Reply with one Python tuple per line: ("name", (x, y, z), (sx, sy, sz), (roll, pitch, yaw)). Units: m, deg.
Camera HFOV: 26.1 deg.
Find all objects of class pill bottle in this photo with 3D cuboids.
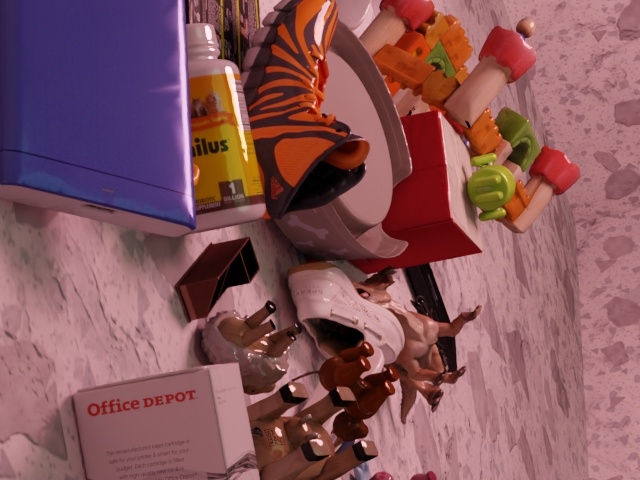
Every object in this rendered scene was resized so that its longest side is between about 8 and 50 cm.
("pill bottle", (-0.133, -0.117, 1.477), (0.117, 0.117, 0.215), (-11, 89, -72))

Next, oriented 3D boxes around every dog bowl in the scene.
("dog bowl", (0.009, -0.130, 1.881), (0.349, 0.102, 0.348), (43, 38, -47))

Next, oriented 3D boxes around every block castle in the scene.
("block castle", (0.258, -0.236, 2.344), (0.213, 0.303, 0.453), (-51, 147, -9))

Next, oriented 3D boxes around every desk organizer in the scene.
("desk organizer", (-0.113, 0.041, 1.550), (0.130, 0.050, 0.047), (-58, 134, -65))

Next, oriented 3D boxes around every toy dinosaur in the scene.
("toy dinosaur", (0.119, 0.148, 2.100), (0.127, 0.200, 0.295), (-52, 159, -33))

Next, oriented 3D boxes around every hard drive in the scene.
("hard drive", (-0.211, -0.175, 1.279), (0.210, 0.040, 0.318), (14, 63, -43))

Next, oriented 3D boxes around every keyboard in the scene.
("keyboard", (0.189, 0.110, 2.463), (0.201, 0.033, 0.317), (-85, 156, -57))

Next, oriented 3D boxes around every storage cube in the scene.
("storage cube", (0.125, -0.069, 2.114), (0.215, 0.193, 0.183), (39, 43, -65))

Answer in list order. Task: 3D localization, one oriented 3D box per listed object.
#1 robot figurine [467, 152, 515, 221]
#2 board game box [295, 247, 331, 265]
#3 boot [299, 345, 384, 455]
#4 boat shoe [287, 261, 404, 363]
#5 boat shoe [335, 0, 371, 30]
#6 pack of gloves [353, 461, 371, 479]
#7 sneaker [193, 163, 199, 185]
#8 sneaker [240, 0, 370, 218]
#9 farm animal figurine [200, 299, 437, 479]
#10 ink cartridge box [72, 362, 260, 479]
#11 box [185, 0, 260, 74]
("robot figurine", (0.263, -0.082, 2.116), (0.115, 0.067, 0.101), (-28, 107, -72))
("board game box", (0.000, 0.000, 1.949), (0.133, 0.033, 0.168), (-46, 122, -69))
("boot", (0.028, 0.224, 1.793), (0.190, 0.069, 0.086), (-47, 134, -36))
("boat shoe", (0.032, 0.126, 1.882), (0.277, 0.098, 0.096), (41, 43, -51))
("boat shoe", (0.045, -0.428, 2.278), (0.070, 0.078, 0.219), (101, -7, -64))
("pack of gloves", (0.089, 0.433, 1.934), (0.195, 0.046, 0.232), (-74, 148, -57))
("sneaker", (-0.190, -0.126, 1.370), (0.084, 0.083, 0.215), (-74, 147, -52))
("sneaker", (-0.009, -0.151, 1.612), (0.321, 0.180, 0.124), (-65, 152, -22))
("farm animal figurine", (-0.008, 0.266, 1.546), (0.327, 0.172, 0.330), (31, 33, -42))
("ink cartridge box", (-0.131, 0.215, 1.242), (0.082, 0.140, 0.190), (4, 75, -70))
("box", (-0.139, -0.302, 1.670), (0.216, 0.060, 0.270), (43, 39, -62))
